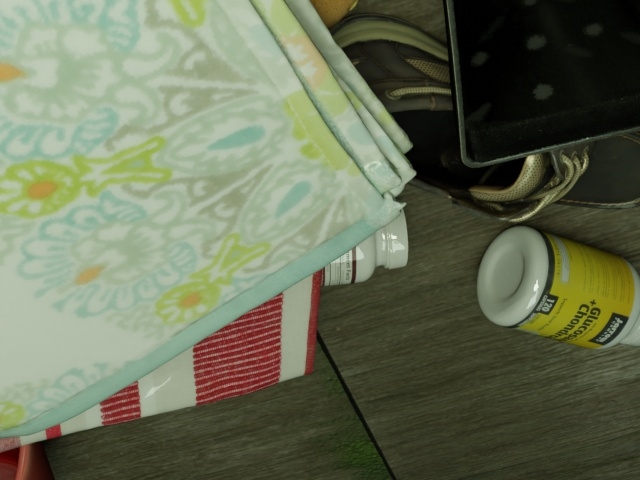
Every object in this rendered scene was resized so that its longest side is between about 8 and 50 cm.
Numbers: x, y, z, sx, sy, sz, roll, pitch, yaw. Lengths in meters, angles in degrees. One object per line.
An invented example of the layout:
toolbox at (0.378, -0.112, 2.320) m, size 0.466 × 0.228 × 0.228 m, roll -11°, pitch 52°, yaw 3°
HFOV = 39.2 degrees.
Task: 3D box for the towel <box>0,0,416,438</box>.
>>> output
towel at (-0.154, -0.027, 0.503) m, size 0.374 × 0.090 × 0.320 m, roll -32°, pitch 145°, yaw 9°

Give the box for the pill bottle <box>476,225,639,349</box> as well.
pill bottle at (0.260, 0.054, 0.919) m, size 0.184 × 0.103 × 0.103 m, roll 15°, pitch 131°, yaw -24°

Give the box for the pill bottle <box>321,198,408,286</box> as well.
pill bottle at (0.000, 0.000, 0.828) m, size 0.152 × 0.086 × 0.086 m, roll -6°, pitch 136°, yaw -5°

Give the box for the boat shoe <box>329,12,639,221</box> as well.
boat shoe at (0.150, -0.071, 0.748) m, size 0.355 × 0.130 × 0.132 m, roll 10°, pitch 133°, yaw -20°

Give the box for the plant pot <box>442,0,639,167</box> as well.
plant pot at (0.163, -0.187, 0.605) m, size 0.187 × 0.167 × 0.188 m, roll -12°, pitch 136°, yaw 3°

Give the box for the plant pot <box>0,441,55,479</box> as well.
plant pot at (-0.395, 0.275, 0.934) m, size 0.275 × 0.275 × 0.243 m, roll -9°, pitch 147°, yaw -1°

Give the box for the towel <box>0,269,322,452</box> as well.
towel at (-0.150, 0.066, 0.727) m, size 0.329 × 0.037 × 0.237 m, roll -11°, pitch 131°, yaw -20°

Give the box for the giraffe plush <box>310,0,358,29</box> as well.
giraffe plush at (-0.013, -0.202, 0.554) m, size 0.181 × 0.170 × 0.210 m, roll -27°, pitch 134°, yaw 18°
